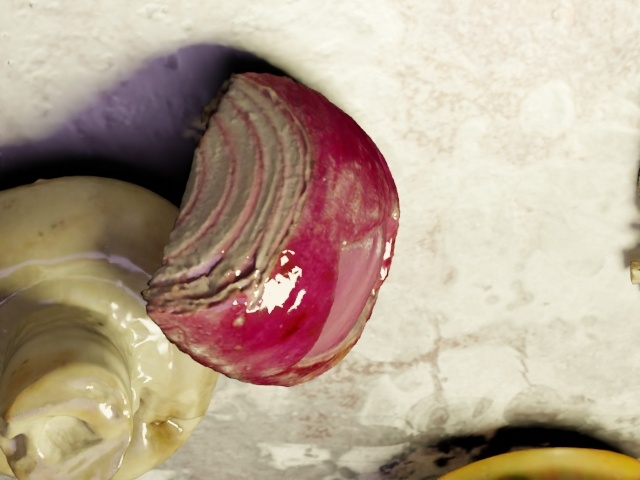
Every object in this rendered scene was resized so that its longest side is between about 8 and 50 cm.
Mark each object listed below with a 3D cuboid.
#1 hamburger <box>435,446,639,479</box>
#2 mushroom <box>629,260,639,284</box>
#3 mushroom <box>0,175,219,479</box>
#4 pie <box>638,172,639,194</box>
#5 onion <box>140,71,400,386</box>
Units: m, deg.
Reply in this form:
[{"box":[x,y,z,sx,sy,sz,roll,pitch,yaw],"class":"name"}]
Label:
[{"box":[0.227,0.381,1.629,0.396,0.277,0.395,-4,130,-5],"class":"hamburger"},{"box":[0.313,0.026,1.522,0.049,0.019,0.101,-14,149,2],"class":"mushroom"},{"box":[-0.209,0.108,1.335,0.293,0.290,0.292,-3,121,-6],"class":"mushroom"},{"box":[0.375,-0.084,1.447,0.185,0.052,0.218,-1,124,-7],"class":"pie"},{"box":[0.000,0.000,1.313,0.111,0.250,0.247,-2,155,43],"class":"onion"}]
